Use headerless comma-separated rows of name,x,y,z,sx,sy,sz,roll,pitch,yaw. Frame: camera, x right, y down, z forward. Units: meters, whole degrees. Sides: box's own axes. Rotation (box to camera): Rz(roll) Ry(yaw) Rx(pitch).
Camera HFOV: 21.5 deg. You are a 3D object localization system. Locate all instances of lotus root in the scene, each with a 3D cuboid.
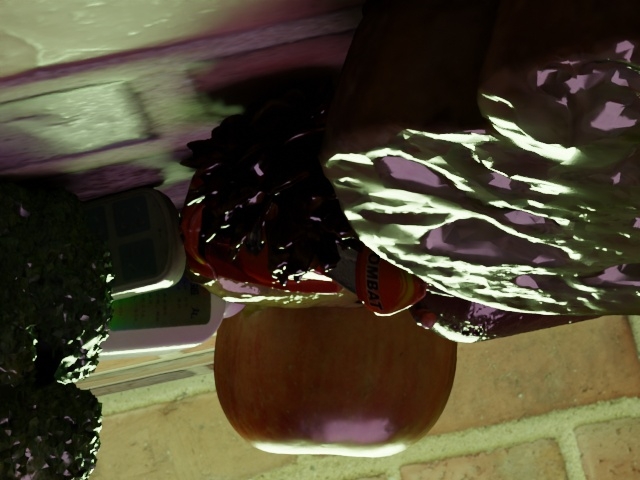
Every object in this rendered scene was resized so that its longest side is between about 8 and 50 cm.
lotus root,0.196,-0.048,0.924,0.375,0.111,0.390,17,155,-22
lotus root,-0.007,0.006,1.470,0.258,0.110,0.097,3,-155,-40

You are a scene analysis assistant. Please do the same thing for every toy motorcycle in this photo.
toy motorcycle,0.001,-0.001,1.242,0.298,0.089,0.171,13,-173,40

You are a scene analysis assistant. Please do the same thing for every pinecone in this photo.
pinecone,-0.019,-0.036,1.091,0.140,0.121,0.140,-28,180,0

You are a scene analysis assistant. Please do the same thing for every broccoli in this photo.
broccoli,-0.329,0.126,1.178,0.413,0.310,0.321,-49,169,11

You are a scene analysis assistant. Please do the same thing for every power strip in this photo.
power strip,-0.210,0.018,1.325,0.226,0.080,0.029,-14,168,13

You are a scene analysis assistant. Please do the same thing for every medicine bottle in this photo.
medicine bottle,-0.146,0.040,1.439,0.078,0.115,0.219,-19,170,33

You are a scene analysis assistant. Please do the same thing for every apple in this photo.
apple,0.016,0.090,1.653,0.242,0.241,0.242,4,175,0

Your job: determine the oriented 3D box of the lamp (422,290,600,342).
lamp,0.154,-0.011,1.385,0.258,0.180,0.180,-8,171,-18
